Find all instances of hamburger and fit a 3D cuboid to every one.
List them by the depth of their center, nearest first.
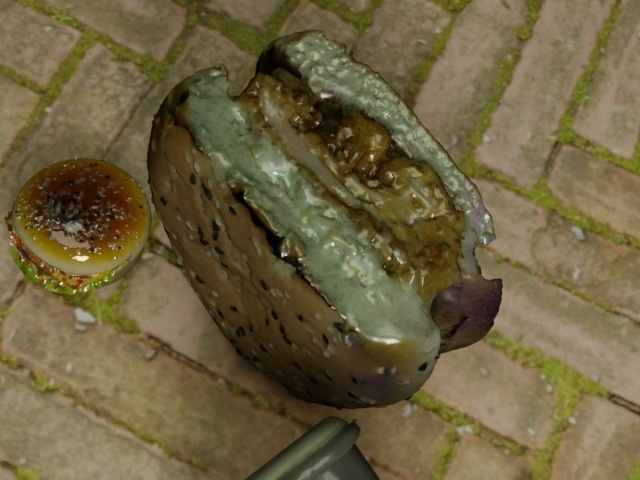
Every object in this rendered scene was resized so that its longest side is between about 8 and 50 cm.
[{"bbox_3d":[0.000,0.000,1.099,0.195,0.276,0.318,-34,72,-25],"label":"hamburger"},{"bbox_3d":[-0.224,-0.013,1.184,0.126,0.081,0.141,43,66,14],"label":"hamburger"}]

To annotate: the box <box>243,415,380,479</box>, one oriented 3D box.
[{"bbox_3d":[0.004,0.258,0.980,0.138,0.274,0.178,-36,79,-20],"label":"box"}]
